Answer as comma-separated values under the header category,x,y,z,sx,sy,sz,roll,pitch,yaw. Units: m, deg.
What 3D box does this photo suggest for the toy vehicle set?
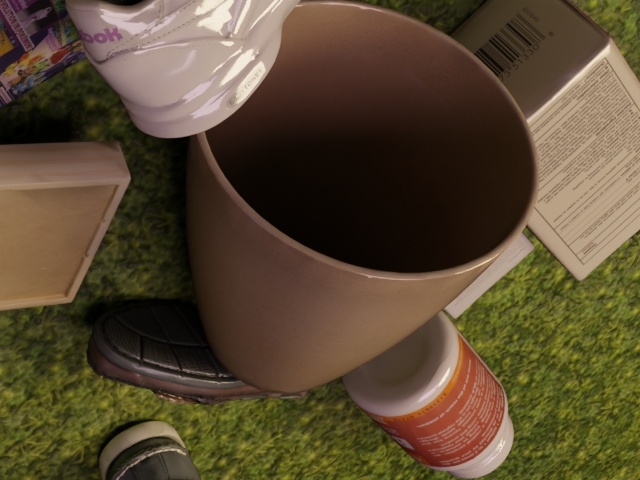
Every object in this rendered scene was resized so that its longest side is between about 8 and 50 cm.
category,x,y,z,sx,sy,sz,roll,pitch,yaw
toy vehicle set,-0.282,-0.001,0.964,0.267,0.035,0.166,-5,148,-32

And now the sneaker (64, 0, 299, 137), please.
category,x,y,z,sx,sy,sz,roll,pitch,yaw
sneaker,-0.044,-0.215,0.859,0.305,0.114,0.152,-59,141,-15

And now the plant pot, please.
category,x,y,z,sx,sy,sz,roll,pitch,yaw
plant pot,0.000,0.000,1.072,0.256,0.256,0.274,-13,149,-27

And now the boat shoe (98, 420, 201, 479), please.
category,x,y,z,sx,sy,sz,roll,pitch,yaw
boat shoe,-0.135,0.305,1.340,0.116,0.099,0.319,-26,138,-14

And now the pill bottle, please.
category,x,y,z,sx,sy,sz,roll,pitch,yaw
pill bottle,0.114,0.156,1.364,0.121,0.121,0.216,-39,139,2

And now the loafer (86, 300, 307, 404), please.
category,x,y,z,sx,sy,sz,roll,pitch,yaw
loafer,-0.091,0.113,1.205,0.267,0.096,0.084,4,131,-40

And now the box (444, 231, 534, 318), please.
category,x,y,z,sx,sy,sz,roll,pitch,yaw
box,0.114,-0.008,1.228,0.102,0.101,0.087,-41,140,4

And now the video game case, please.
category,x,y,z,sx,sy,sz,roll,pitch,yaw
video game case,-0.224,-0.124,0.867,0.183,0.023,0.201,-32,170,-7

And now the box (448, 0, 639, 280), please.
category,x,y,z,sx,sy,sz,roll,pitch,yaw
box,0.202,-0.096,1.192,0.148,0.127,0.232,-43,139,5
